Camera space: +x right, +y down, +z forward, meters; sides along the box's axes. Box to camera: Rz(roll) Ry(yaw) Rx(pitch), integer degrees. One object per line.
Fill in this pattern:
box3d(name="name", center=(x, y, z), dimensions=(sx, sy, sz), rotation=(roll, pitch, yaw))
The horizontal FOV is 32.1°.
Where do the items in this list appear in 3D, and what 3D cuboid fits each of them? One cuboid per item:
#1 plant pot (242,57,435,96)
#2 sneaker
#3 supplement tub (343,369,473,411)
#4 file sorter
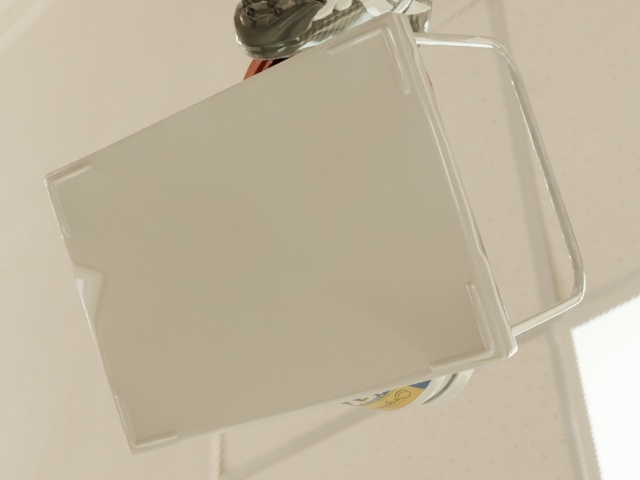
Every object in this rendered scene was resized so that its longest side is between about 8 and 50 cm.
box3d(name="plant pot", center=(0.027, -0.206, 1.639), dimensions=(0.272, 0.272, 0.265), rotation=(-50, -172, 14))
box3d(name="sneaker", center=(0.023, -0.147, 0.768), dimensions=(0.078, 0.106, 0.234), rotation=(5, -152, 29))
box3d(name="supplement tub", center=(0.034, 0.079, 1.016), dimensions=(0.144, 0.199, 0.144), rotation=(-22, -119, 46))
box3d(name="file sorter", center=(0.000, 0.000, 0.721), dimensions=(0.277, 0.173, 0.193), rotation=(-20, -94, 32))
